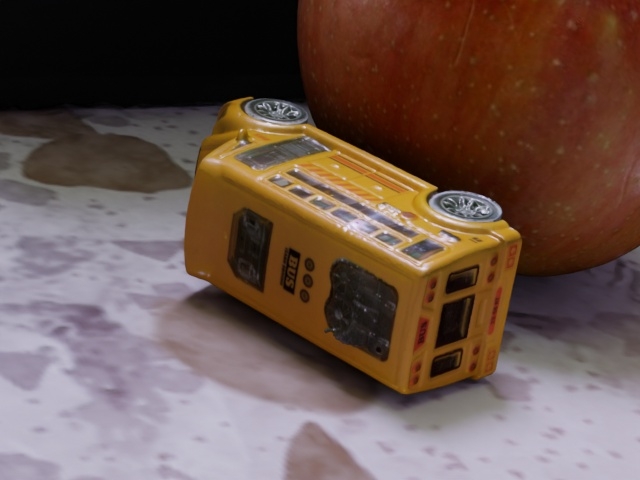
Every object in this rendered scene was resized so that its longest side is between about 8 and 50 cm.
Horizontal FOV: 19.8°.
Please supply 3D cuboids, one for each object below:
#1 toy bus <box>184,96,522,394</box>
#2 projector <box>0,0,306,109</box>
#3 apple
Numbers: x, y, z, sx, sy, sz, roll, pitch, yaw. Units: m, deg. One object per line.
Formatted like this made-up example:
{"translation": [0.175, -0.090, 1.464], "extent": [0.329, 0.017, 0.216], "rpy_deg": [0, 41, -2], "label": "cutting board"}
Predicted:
{"translation": [0.000, 0.000, 0.740], "extent": [0.162, 0.069, 0.074], "rpy_deg": [28, 31, 37], "label": "toy bus"}
{"translation": [-0.038, -0.293, 0.968], "extent": [0.395, 0.405, 0.242], "rpy_deg": [-5, 38, -30], "label": "projector"}
{"translation": [0.079, -0.073, 0.812], "extent": [0.201, 0.162, 0.201], "rpy_deg": [26, -4, 2], "label": "apple"}
